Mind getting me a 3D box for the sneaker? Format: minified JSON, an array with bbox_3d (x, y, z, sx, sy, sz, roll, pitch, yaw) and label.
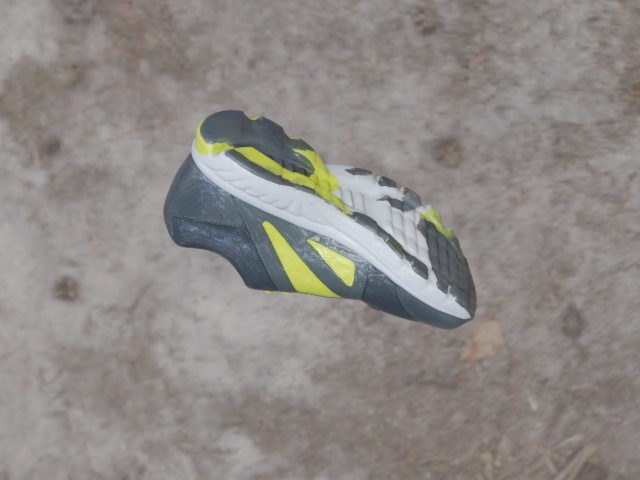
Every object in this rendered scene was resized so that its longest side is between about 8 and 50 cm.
[{"bbox_3d":[0.000,0.000,0.347,0.083,0.031,0.035,31,125,-17],"label":"sneaker"}]
